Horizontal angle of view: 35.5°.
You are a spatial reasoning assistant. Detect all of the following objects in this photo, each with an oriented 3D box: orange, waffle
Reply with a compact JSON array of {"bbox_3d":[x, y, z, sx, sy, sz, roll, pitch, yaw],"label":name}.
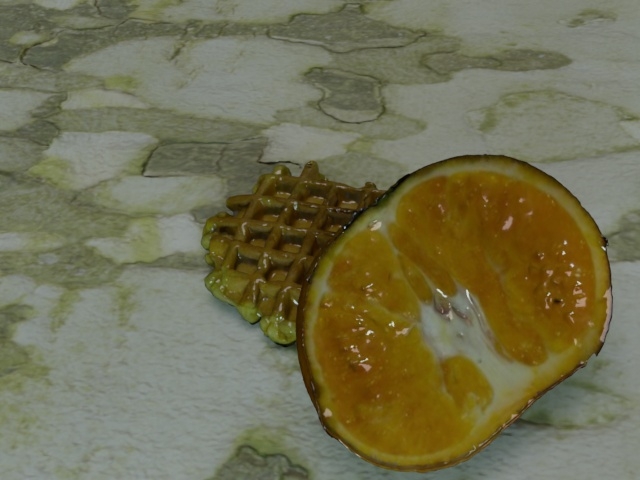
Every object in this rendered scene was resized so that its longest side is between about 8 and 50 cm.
[{"bbox_3d":[0.129,0.063,0.978,0.310,0.274,0.274,-41,45,15],"label":"orange"},{"bbox_3d":[0.007,0.004,1.187,0.300,0.058,0.281,30,55,32],"label":"waffle"}]
